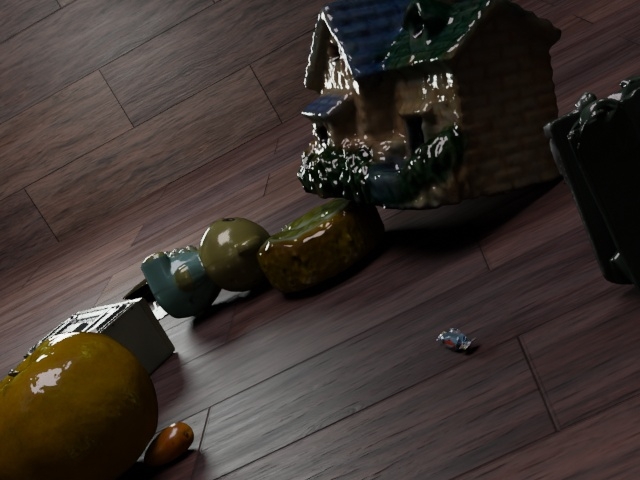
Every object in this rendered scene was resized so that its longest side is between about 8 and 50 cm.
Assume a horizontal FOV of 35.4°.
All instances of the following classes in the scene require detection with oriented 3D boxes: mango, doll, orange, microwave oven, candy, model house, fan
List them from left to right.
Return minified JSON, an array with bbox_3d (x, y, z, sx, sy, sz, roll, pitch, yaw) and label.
[{"bbox_3d":[-0.377,0.273,1.520,0.279,0.235,0.279,-41,13,12],"label":"orange"},{"bbox_3d":[-0.444,0.223,1.976,0.240,0.145,0.194,-13,20,44],"label":"microwave oven"},{"bbox_3d":[-0.370,0.159,2.260,0.056,0.004,0.083,-32,30,-3],"label":"fan"},{"bbox_3d":[-0.230,0.310,1.511,0.089,0.046,0.060,-40,12,11],"label":"mango"},{"bbox_3d":[-0.215,0.051,2.068,0.261,0.161,0.177,-28,-6,13],"label":"doll"},{"bbox_3d":[0.000,0.000,1.931,0.260,0.118,0.260,-26,14,7],"label":"candy"},{"bbox_3d":[0.184,-0.288,1.819,0.395,0.400,0.445,-11,12,-24],"label":"model house"},{"bbox_3d":[0.185,0.134,1.363,0.030,0.020,0.083,-33,14,-14],"label":"candy"}]

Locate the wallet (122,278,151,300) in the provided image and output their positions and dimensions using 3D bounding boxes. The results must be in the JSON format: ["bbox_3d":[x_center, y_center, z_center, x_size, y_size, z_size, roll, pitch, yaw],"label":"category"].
[{"bbox_3d":[-0.393,0.092,2.423,0.198,0.031,0.110,-32,9,42],"label":"wallet"}]

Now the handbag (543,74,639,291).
[{"bbox_3d":[0.423,-0.092,1.205,0.247,0.260,0.079,-31,20,-8],"label":"handbag"}]
